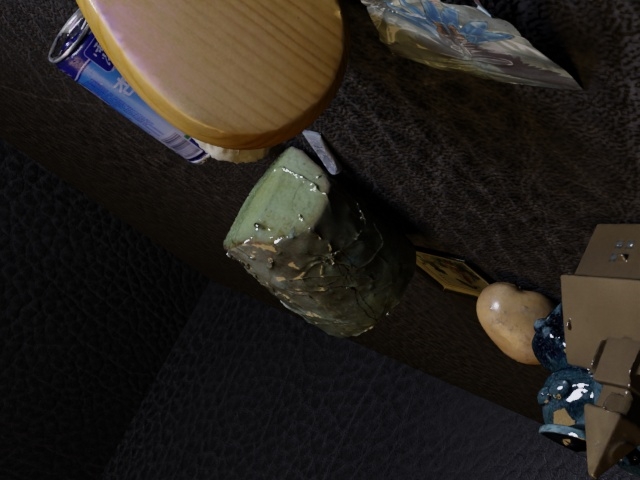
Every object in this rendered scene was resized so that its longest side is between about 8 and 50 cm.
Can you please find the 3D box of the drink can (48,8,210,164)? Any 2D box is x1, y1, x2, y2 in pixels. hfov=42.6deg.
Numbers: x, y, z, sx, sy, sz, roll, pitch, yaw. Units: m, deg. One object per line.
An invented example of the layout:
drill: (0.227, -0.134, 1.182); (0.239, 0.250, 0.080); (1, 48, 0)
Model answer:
drink can: (-0.228, -0.199, 1.071); (0.235, 0.097, 0.097); (36, 166, -34)

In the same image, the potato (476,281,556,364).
potato: (0.301, 0.122, 1.231); (0.147, 0.112, 0.112); (38, 167, -11)

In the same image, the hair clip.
hair clip: (0.396, 0.191, 1.031); (0.194, 0.206, 0.310); (31, 168, -20)

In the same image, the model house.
model house: (0.329, 0.127, 0.812); (0.176, 0.248, 0.181); (32, 169, -22)

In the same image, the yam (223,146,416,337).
yam: (0.002, 0.002, 1.204); (0.271, 0.202, 0.201); (36, 147, -30)

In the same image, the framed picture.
framed picture: (0.221, 0.060, 1.369); (0.195, 0.010, 0.199); (37, 166, -37)

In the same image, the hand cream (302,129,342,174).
hand cream: (0.006, -0.115, 1.088); (0.030, 0.019, 0.093); (18, 163, 34)

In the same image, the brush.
brush: (-0.105, -0.188, 0.688); (0.267, 0.174, 0.166); (39, 176, -12)

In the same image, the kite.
kite: (0.065, -0.165, 0.573); (0.169, 0.015, 0.310); (20, 179, 34)
